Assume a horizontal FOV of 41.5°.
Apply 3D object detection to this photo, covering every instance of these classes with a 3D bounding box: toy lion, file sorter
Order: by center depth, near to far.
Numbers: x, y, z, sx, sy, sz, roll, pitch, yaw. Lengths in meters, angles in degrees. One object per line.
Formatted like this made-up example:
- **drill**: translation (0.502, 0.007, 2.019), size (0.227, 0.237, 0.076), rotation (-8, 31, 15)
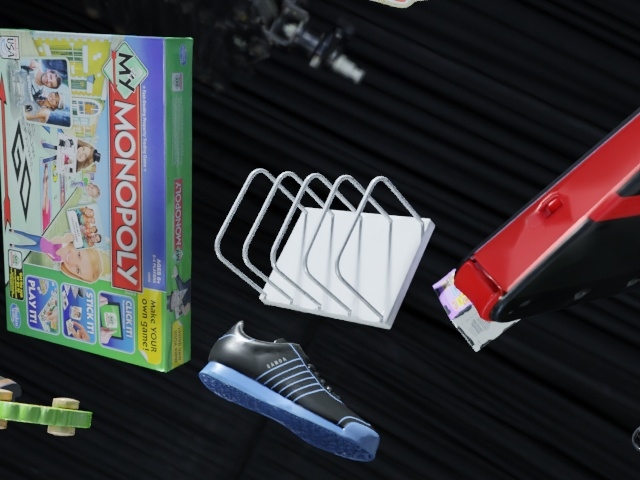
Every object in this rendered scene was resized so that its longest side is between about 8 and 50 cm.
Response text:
- **toy lion**: translation (-0.239, 0.147, 0.714), size (0.096, 0.100, 0.034), rotation (-10, 69, 50)
- **file sorter**: translation (0.000, 0.000, 1.365), size (0.173, 0.278, 0.193), rotation (45, -117, -43)

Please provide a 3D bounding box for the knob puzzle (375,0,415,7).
- **knob puzzle**: translation (0.076, -0.291, 0.834), size (0.213, 0.213, 0.030), rotation (110, 161, -62)

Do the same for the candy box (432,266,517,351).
- **candy box**: translation (0.282, 0.060, 1.303), size (0.196, 0.070, 0.165), rotation (-38, 14, 8)

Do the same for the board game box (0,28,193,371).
- **board game box**: translation (-0.226, -0.044, 0.841), size (0.046, 0.213, 0.317), rotation (-21, -63, -59)

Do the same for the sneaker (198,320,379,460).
- **sneaker**: translation (-0.026, 0.176, 1.009), size (0.090, 0.232, 0.081), rotation (-60, -9, -29)

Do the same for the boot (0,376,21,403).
- **boot**: translation (-0.668, 0.281, 1.540), size (0.219, 0.106, 0.082), rotation (2, -72, -59)

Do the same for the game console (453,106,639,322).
- **game console**: translation (0.327, -0.055, 0.741), size (0.386, 0.060, 0.342), rotation (-8, -32, -40)

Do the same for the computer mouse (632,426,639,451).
- **computer mouse**: translation (0.477, 0.326, 0.985), size (0.184, 0.060, 0.262), rotation (-26, 50, 38)
